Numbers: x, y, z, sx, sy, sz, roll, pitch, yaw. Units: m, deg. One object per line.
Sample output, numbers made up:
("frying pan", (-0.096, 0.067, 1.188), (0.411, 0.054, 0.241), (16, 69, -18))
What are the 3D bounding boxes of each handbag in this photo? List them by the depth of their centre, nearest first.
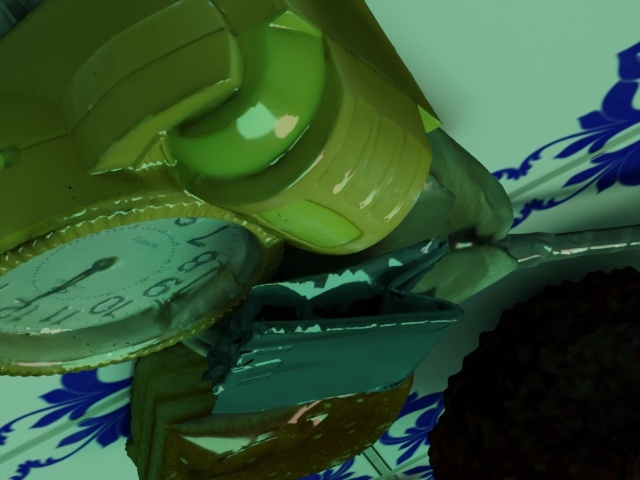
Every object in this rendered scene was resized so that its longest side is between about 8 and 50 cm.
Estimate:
("handbag", (0.002, 0.064, 1.202), (0.144, 0.057, 0.221), (-11, 166, -16))

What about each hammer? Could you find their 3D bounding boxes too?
("hammer", (0.202, -0.002, 1.579), (0.427, 0.152, 0.044), (-4, 152, -17))

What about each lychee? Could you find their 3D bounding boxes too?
("lychee", (0.300, 0.226, 1.696), (0.424, 0.424, 0.500), (-30, 170, 8))

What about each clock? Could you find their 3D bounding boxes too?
("clock", (-0.108, -0.045, 1.121), (0.317, 0.200, 0.244), (-31, 151, 18))

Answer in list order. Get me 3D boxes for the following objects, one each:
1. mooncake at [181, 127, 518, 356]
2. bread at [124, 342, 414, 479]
("mooncake", (-0.003, -0.004, 1.339), (0.254, 0.136, 0.250), (-32, 150, 11))
("bread", (-0.046, 0.147, 1.603), (0.234, 0.110, 0.184), (-16, 153, -21))
